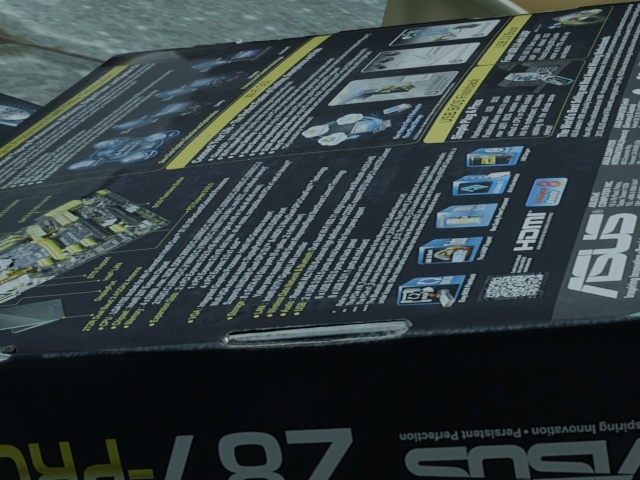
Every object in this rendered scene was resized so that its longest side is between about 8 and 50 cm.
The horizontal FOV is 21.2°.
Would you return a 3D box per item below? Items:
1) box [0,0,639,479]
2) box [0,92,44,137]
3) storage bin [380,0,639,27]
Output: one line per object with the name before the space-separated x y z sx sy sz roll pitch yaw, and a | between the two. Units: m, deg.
box | 0.000 0.000 0.659 0.318 0.097 0.395 -3 20 16
box | -0.189 -0.062 0.952 0.067 0.018 0.083 18 22 8
storage bin | 0.203 -0.100 1.156 0.260 0.123 0.262 0 26 -31
